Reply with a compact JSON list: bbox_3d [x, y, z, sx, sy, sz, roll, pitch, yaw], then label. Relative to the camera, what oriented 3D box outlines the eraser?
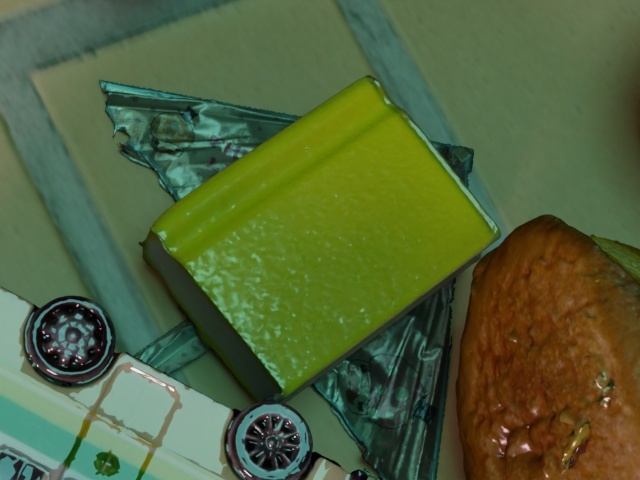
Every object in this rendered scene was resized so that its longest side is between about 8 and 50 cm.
[{"bbox_3d":[0.000,0.000,1.358,0.226,0.069,0.158,-35,80,-25],"label":"eraser"}]

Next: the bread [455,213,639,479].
[{"bbox_3d":[0.188,0.119,1.290,0.146,0.268,0.268,1,69,-28],"label":"bread"}]

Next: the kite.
[{"bbox_3d":[-0.018,0.024,1.389,0.368,0.014,0.406,-34,82,-25],"label":"kite"}]

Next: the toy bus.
[{"bbox_3d":[-0.148,0.152,1.230,0.305,0.143,0.179,29,73,-6],"label":"toy bus"}]
